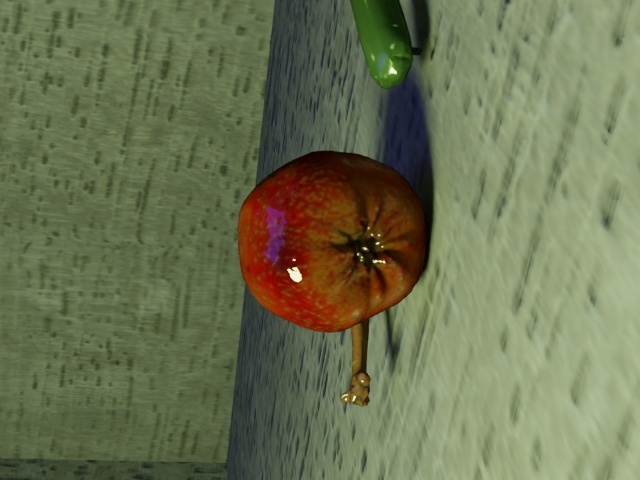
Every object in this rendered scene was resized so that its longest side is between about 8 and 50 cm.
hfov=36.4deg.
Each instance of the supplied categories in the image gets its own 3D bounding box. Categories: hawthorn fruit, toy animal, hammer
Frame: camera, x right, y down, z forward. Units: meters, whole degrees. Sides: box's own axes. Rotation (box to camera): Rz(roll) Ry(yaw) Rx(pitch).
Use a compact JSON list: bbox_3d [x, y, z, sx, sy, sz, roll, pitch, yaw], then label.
[{"bbox_3d":[0.000,0.000,0.953,0.200,0.179,0.179,-2,85,64],"label":"hawthorn fruit"},{"bbox_3d":[0.041,0.051,1.072,0.224,0.066,0.229,-153,71,-81],"label":"toy animal"},{"bbox_3d":[0.056,-0.294,1.034,0.206,0.119,0.335,106,158,-54],"label":"hammer"}]
